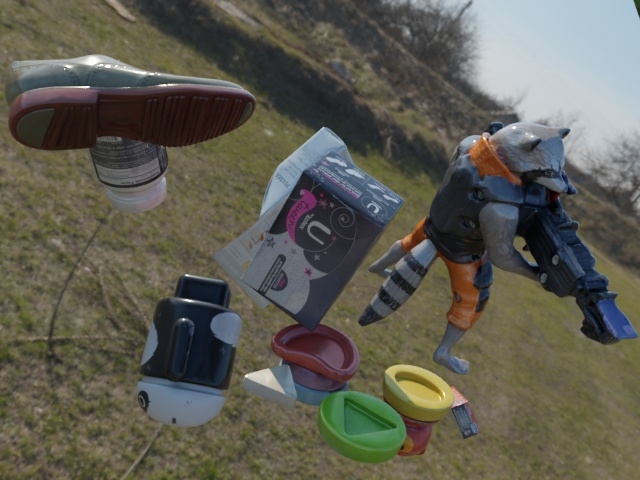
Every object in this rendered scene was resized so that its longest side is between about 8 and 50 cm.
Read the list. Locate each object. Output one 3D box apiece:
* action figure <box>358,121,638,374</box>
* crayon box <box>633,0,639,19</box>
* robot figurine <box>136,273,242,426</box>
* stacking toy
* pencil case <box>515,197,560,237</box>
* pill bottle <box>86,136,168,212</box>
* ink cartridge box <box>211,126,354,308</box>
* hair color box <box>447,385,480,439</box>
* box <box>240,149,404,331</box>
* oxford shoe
[{"bbox_3d":[0.192,0.014,0.752,0.178,0.330,0.341,6,37,-25],"label":"action figure"},{"bbox_3d":[0.496,-0.474,0.841,0.313,0.106,0.363,-86,152,-80],"label":"crayon box"},{"bbox_3d":[-0.248,0.209,1.203,0.173,0.278,0.209,-2,-20,36],"label":"robot figurine"},{"bbox_3d":[0.030,0.275,1.028,0.309,0.130,0.279,24,23,21],"label":"stacking toy"},{"bbox_3d":[0.329,-0.032,1.079,0.070,0.151,0.064,-85,163,-59],"label":"pencil case"},{"bbox_3d":[-0.413,-0.203,1.350,0.162,0.278,0.162,1,46,-1],"label":"pill bottle"},{"bbox_3d":[-0.065,-0.040,1.512,0.091,0.385,0.308,47,-7,33],"label":"ink cartridge box"},{"bbox_3d":[0.376,0.467,1.733,0.167,0.053,0.093,-96,163,-89],"label":"hair color box"},{"bbox_3d":[0.000,0.000,1.081,0.163,0.247,0.142,35,29,4],"label":"box"},{"bbox_3d":[-0.259,-0.214,0.902,0.348,0.123,0.130,-6,60,-33],"label":"oxford shoe"}]
